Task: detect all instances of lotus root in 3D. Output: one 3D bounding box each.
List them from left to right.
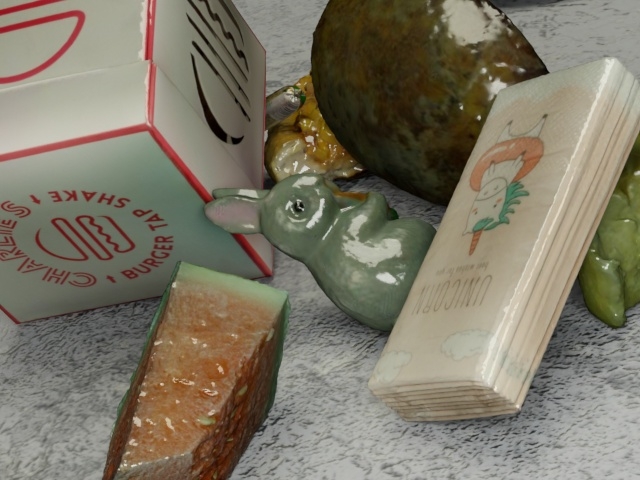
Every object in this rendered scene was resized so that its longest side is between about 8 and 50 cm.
[{"bbox_3d":[0.106,-0.154,1.935,0.142,0.210,0.314,-31,40,-22],"label":"lotus root"}]

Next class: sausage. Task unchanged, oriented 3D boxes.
[{"bbox_3d":[-0.090,-0.127,2.153,0.033,0.033,0.269,-41,8,-35],"label":"sausage"}]

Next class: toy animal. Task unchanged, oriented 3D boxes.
[{"bbox_3d":[0.007,-0.004,1.775,0.236,0.108,0.138,27,42,-2],"label":"toy animal"}]

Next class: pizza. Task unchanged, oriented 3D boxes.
[{"bbox_3d":[0.078,-0.177,2.163,0.278,0.114,0.409,0,38,44],"label":"pizza"}]

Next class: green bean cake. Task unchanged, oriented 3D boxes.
[{"bbox_3d":[0.336,-0.042,1.714,0.236,0.124,0.233,-16,28,7],"label":"green bean cake"}]

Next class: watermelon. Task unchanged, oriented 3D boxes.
[{"bbox_3d":[-0.126,0.163,1.634,0.140,0.193,0.256,17,30,3],"label":"watermelon"}]

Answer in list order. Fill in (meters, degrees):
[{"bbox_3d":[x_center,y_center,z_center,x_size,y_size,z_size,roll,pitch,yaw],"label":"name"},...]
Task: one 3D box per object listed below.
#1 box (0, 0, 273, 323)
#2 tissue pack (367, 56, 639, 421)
[{"bbox_3d":[-0.243,-0.129,1.955,0.312,0.314,0.300,-10,58,18],"label":"box"},{"bbox_3d":[0.164,0.000,1.636,0.170,0.071,0.325,-9,49,55],"label":"tissue pack"}]
